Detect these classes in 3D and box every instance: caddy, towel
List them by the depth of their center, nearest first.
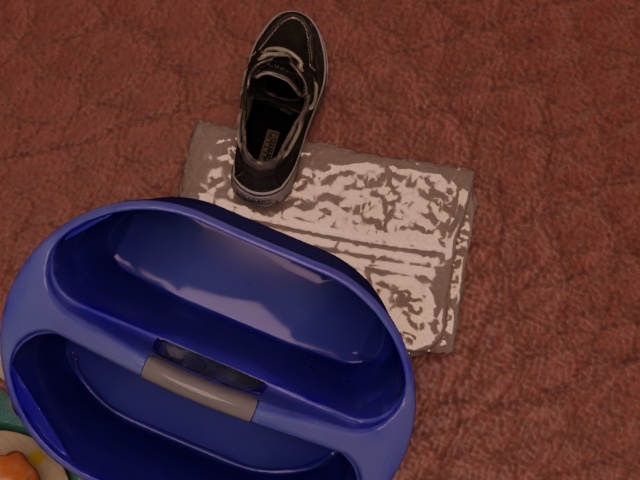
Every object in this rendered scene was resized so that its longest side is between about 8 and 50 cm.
[{"bbox_3d":[-0.089,0.102,0.985,0.341,0.179,0.241,22,99,-1],"label":"caddy"},{"bbox_3d":[0.000,0.000,1.107,0.282,0.049,0.187,11,79,1],"label":"towel"}]

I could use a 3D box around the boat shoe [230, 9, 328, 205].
[{"bbox_3d":[-0.034,-0.137,1.086,0.077,0.070,0.219,8,56,0],"label":"boat shoe"}]

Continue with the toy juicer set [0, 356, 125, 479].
[{"bbox_3d":[-0.224,0.220,0.976,0.209,0.089,0.329,23,43,-9],"label":"toy juicer set"}]
